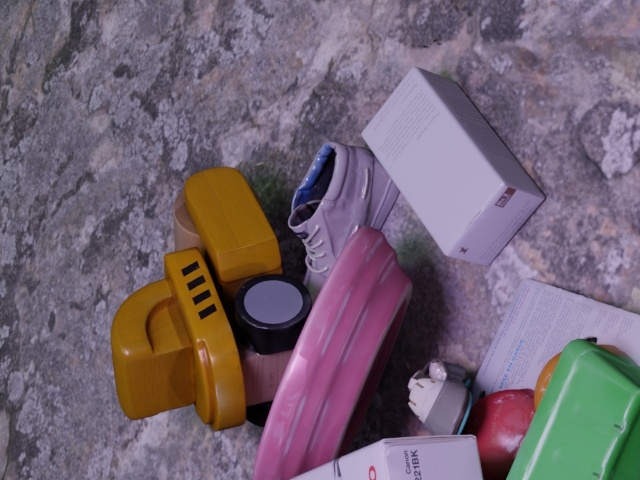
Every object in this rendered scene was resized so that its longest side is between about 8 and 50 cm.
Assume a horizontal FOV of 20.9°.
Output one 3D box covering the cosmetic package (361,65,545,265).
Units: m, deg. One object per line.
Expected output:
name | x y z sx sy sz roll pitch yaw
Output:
cosmetic package | 0.154 -0.089 2.057 0.117 0.085 0.231 -51 48 24

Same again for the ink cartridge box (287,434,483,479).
ink cartridge box | 0.068 0.322 1.799 0.273 0.114 0.197 144 121 -61

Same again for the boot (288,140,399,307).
boot | 0.000 0.000 2.161 0.095 0.123 0.258 26 97 48

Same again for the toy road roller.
toy road roller | -0.157 0.088 2.173 0.202 0.240 0.329 92 159 -46

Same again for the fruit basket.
fruit basket | 0.248 0.220 1.836 0.327 0.165 0.353 -66 21 -3

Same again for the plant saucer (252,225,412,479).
plant saucer | 0.023 0.149 2.005 0.084 0.332 0.332 23 97 8

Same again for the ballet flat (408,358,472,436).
ballet flat | 0.127 0.175 1.908 0.068 0.213 0.072 24 97 3
